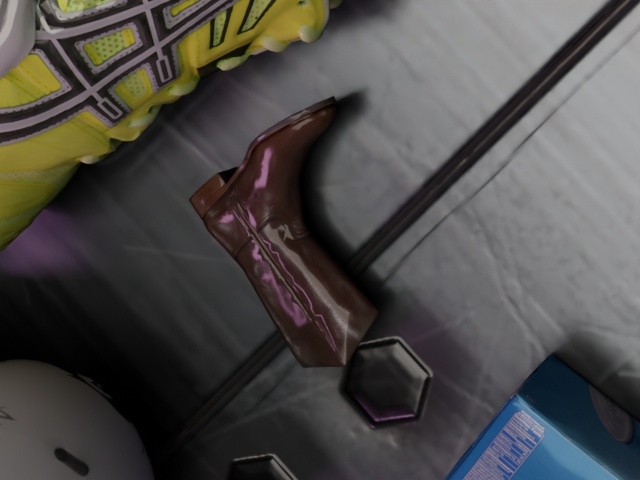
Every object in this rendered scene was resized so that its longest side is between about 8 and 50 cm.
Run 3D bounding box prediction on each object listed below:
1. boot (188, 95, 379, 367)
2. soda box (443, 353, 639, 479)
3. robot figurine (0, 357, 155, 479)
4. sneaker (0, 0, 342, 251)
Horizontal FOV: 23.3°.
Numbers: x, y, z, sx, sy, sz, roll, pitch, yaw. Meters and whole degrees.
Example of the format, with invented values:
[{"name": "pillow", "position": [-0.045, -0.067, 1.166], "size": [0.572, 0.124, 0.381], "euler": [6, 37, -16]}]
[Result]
[{"name": "boot", "position": [0.000, 0.000, 0.758], "size": [0.106, 0.037, 0.114], "euler": [-39, 82, 38]}, {"name": "soda box", "position": [0.161, 0.148, 0.707], "size": [0.210, 0.071, 0.067], "euler": [39, 113, 10]}, {"name": "robot figurine", "position": [-0.221, 0.142, 0.812], "size": [0.278, 0.209, 0.173], "euler": [-2, 84, 23]}, {"name": "sneaker", "position": [-0.074, -0.115, 0.710], "size": [0.147, 0.145, 0.384], "euler": [34, 122, -8]}]
